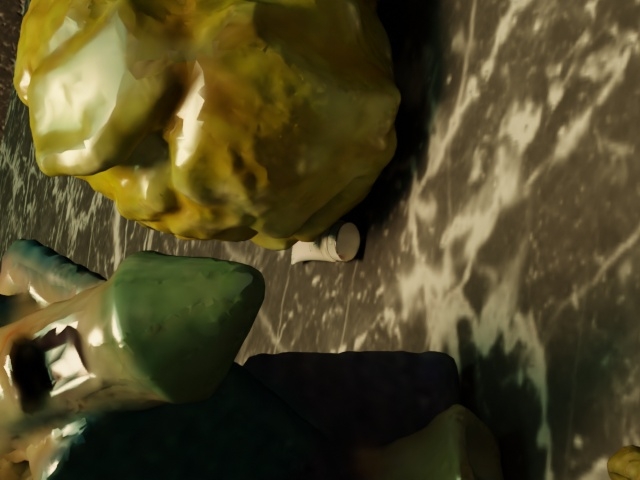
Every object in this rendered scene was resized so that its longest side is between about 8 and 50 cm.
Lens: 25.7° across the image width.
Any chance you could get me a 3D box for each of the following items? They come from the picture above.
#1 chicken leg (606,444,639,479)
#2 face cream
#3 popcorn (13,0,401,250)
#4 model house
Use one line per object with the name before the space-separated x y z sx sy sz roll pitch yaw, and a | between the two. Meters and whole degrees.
chicken leg | 0.095 0.251 0.420 0.152 0.201 0.429 2 75 51
face cream | 0.000 0.000 0.955 0.115 0.020 0.038 -176 94 -72
popcorn | -0.055 -0.124 0.895 0.225 0.276 0.276 16 -98 -74
model house | -0.063 0.146 0.679 0.280 0.312 0.245 -21 49 23
